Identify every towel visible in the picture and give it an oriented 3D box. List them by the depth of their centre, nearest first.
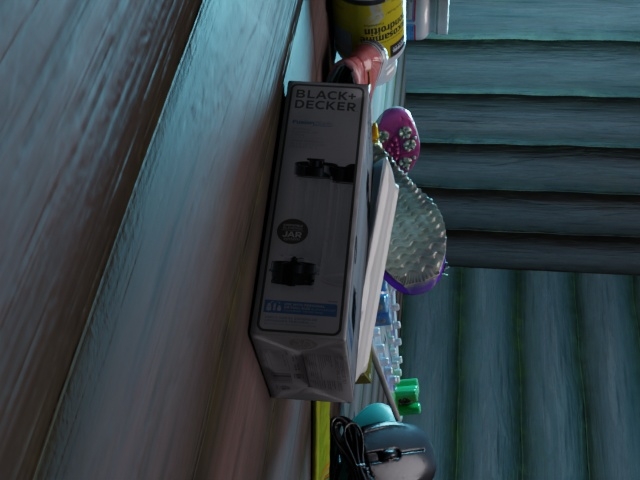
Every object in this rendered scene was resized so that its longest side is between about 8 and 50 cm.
[{"bbox_3d":[0.003,0.309,1.400,0.102,0.021,0.237,-66,157,-73],"label":"towel"}]

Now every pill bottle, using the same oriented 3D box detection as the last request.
[{"bbox_3d":[0.069,-0.308,1.376,0.184,0.103,0.103,82,13,-54],"label":"pill bottle"},{"bbox_3d":[0.133,-0.378,1.632,0.087,0.160,0.087,3,90,-83],"label":"pill bottle"}]

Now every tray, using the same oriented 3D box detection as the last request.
[{"bbox_3d":[0.051,0.042,1.159,0.145,0.030,0.270,168,-67,-81],"label":"tray"}]

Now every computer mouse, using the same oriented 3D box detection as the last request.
[{"bbox_3d":[0.128,0.367,1.625,0.272,0.072,0.189,8,60,-58],"label":"computer mouse"}]

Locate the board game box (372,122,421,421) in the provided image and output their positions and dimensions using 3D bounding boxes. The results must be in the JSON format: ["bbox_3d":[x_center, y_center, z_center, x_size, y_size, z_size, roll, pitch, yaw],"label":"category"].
[{"bbox_3d":[0.115,0.057,1.701,0.390,0.050,0.390,69,17,-51],"label":"board game box"}]

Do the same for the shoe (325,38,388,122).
[{"bbox_3d":[0.036,-0.191,1.357,0.081,0.063,0.178,-39,157,-41],"label":"shoe"}]

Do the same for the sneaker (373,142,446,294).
[{"bbox_3d":[0.099,-0.005,1.331,0.293,0.102,0.146,-114,-171,-49],"label":"sneaker"}]

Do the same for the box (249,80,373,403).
[{"bbox_3d":[0.000,0.000,1.000,0.169,0.087,0.290,82,13,-59],"label":"box"}]

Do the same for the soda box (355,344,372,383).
[{"bbox_3d":[0.041,0.111,1.403,0.061,0.058,0.181,58,30,-62],"label":"soda box"}]

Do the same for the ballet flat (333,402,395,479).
[{"bbox_3d":[0.065,0.395,1.698,0.280,0.095,0.096,-55,158,-58],"label":"ballet flat"}]

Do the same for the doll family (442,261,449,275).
[{"bbox_3d":[0.195,0.026,1.837,0.193,0.076,0.111,59,29,-54],"label":"doll family"}]

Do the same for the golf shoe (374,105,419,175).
[{"bbox_3d":[0.135,-0.172,2.012,0.306,0.115,0.140,94,-7,-49],"label":"golf shoe"}]
